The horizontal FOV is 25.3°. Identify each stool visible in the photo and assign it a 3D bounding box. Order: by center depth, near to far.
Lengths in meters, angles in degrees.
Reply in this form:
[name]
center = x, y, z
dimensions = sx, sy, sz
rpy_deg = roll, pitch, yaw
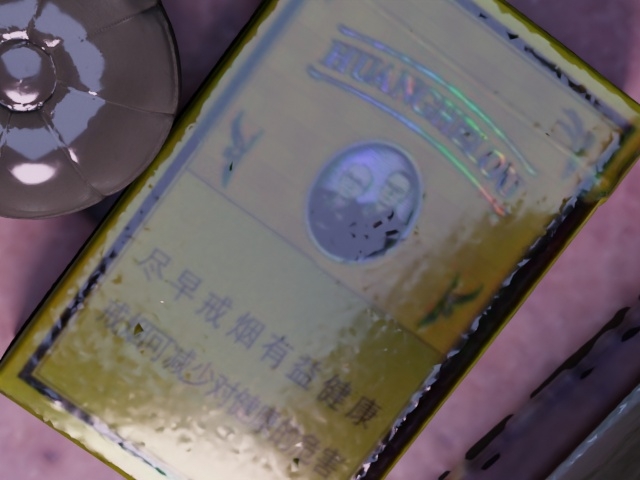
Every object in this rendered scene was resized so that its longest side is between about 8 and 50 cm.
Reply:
[stool]
center = -0.094, -0.060, 0.486
dimensions = 0.096, 0.110, 0.096
rpy_deg = 0, 99, -3

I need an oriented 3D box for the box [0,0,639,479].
[box]
center = 0.000, 0.000, 0.526
dimensions = 0.141, 0.064, 0.220
rpy_deg = 37, 95, -8

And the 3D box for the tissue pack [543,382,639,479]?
[tissue pack]
center = 0.193, 0.182, 0.527
dimensions = 0.198, 0.146, 0.263
rpy_deg = -44, 99, 4
